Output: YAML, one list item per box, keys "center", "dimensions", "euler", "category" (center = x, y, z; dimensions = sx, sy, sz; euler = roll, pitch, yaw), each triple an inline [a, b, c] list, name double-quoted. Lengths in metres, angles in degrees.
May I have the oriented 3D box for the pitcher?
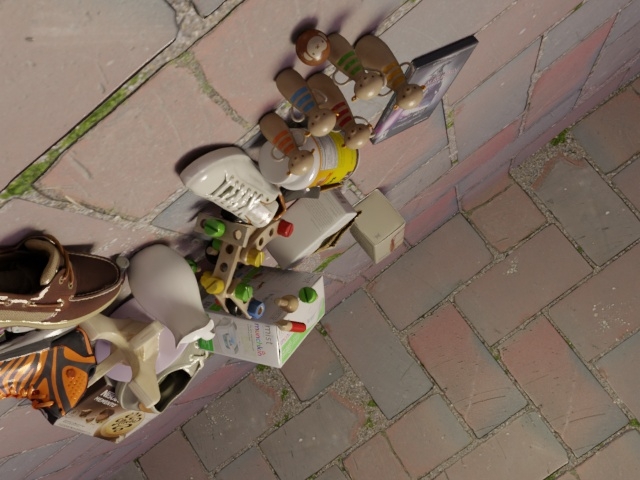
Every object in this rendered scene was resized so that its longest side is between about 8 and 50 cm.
- center: [-0.296, 0.118, 1.276]
  dimensions: [0.125, 0.207, 0.178]
  euler: [-36, 167, -2]
  category: "pitcher"

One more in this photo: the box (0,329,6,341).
- center: [-0.597, 0.155, 1.043]
  dimensions: [0.116, 0.029, 0.162]
  euler: [-28, 163, -31]
  category: "box"

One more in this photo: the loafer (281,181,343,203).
- center: [-0.020, -0.125, 1.455]
  dimensions: [0.170, 0.061, 0.062]
  euler: [-30, 166, -21]
  category: "loafer"

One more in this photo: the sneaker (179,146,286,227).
- center: [-0.140, -0.091, 1.154]
  dimensions: [0.106, 0.123, 0.290]
  euler: [-39, 165, 18]
  category: "sneaker"

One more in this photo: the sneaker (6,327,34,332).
- center: [-0.511, 0.126, 1.073]
  dimensions: [0.094, 0.080, 0.212]
  euler: [-26, 167, -5]
  category: "sneaker"

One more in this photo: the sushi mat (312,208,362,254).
- center: [0.000, 0.000, 1.744]
  dimensions: [0.151, 0.019, 0.316]
  euler: [-50, -169, -26]
  category: "sushi mat"

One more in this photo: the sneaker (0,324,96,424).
- center: [-0.570, 0.282, 1.165]
  dimensions: [0.321, 0.180, 0.124]
  euler: [-26, 180, -35]
  category: "sneaker"

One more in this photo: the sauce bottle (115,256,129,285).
- center: [-0.406, 0.077, 1.222]
  dimensions: [0.042, 0.042, 0.128]
  euler: [-21, 161, -47]
  category: "sauce bottle"

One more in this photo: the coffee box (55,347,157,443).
- center: [-0.563, 0.412, 1.624]
  dimensions: [0.168, 0.119, 0.297]
  euler: [-34, 149, -3]
  category: "coffee box"

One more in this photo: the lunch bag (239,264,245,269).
- center: [-0.207, 0.097, 1.754]
  dimensions: [0.083, 0.053, 0.071]
  euler: [-48, 167, 4]
  category: "lunch bag"

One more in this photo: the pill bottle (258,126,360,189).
- center: [-0.022, -0.162, 1.214]
  dimensions: [0.117, 0.117, 0.215]
  euler: [-46, 163, 33]
  category: "pill bottle"

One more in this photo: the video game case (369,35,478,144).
- center: [0.233, -0.342, 1.441]
  dimensions: [0.196, 0.026, 0.274]
  euler: [-29, 165, -28]
  category: "video game case"

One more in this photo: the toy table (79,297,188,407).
- center: [-0.413, 0.228, 1.359]
  dimensions: [0.274, 0.252, 0.161]
  euler: [-49, 180, 15]
  category: "toy table"

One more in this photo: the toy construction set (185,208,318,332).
- center: [-0.158, 0.062, 1.296]
  dimensions: [0.257, 0.309, 0.237]
  euler: [-46, 160, 6]
  category: "toy construction set"

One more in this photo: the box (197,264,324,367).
- center: [-0.144, 0.173, 1.545]
  dimensions: [0.262, 0.231, 0.127]
  euler: [-45, 138, -56]
  category: "box"

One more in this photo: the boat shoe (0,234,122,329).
- center: [-0.430, 0.058, 0.952]
  dimensions: [0.123, 0.123, 0.342]
  euler: [-42, 159, 26]
  category: "boat shoe"

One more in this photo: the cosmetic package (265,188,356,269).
- center: [-0.033, -0.039, 1.593]
  dimensions: [0.231, 0.117, 0.085]
  euler: [-40, 168, 19]
  category: "cosmetic package"

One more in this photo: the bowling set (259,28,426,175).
- center: [0.017, -0.231, 1.004]
  dimensions: [0.287, 0.154, 0.200]
  euler: [-39, 166, 7]
  category: "bowling set"

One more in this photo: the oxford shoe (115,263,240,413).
- center: [-0.328, 0.255, 1.584]
  dimensions: [0.449, 0.130, 0.169]
  euler: [-53, 151, -23]
  category: "oxford shoe"

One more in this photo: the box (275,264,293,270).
- center: [-0.112, 0.088, 2.004]
  dimensions: [0.137, 0.027, 0.094]
  euler: [-41, 166, 17]
  category: "box"

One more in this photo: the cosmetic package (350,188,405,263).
- center: [0.185, -0.040, 2.051]
  dimensions: [0.129, 0.153, 0.296]
  euler: [-37, 168, -3]
  category: "cosmetic package"
